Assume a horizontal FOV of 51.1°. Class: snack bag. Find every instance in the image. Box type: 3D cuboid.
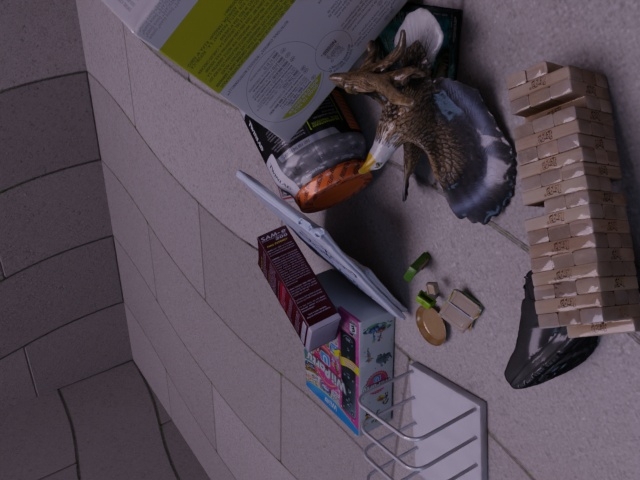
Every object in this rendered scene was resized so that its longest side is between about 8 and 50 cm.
[{"bbox_3d":[0.000,0.000,1.326,0.323,0.037,0.342,38,175,46],"label":"snack bag"}]

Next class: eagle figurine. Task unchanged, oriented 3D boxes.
[{"bbox_3d":[0.149,-0.172,1.032,0.225,0.298,0.226,-27,49,31],"label":"eagle figurine"}]

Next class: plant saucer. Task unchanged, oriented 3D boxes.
[{"bbox_3d":[0.213,0.159,1.272,0.083,0.015,0.083,35,135,45],"label":"plant saucer"}]

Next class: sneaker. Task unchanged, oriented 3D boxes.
[{"bbox_3d":[0.339,0.103,0.962,0.130,0.109,0.286,57,139,35],"label":"sneaker"}]

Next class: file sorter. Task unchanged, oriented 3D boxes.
[{"bbox_3d":[0.193,0.422,1.302,0.193,0.173,0.277,25,128,53],"label":"file sorter"}]

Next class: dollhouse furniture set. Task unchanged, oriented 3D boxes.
[{"bbox_3d":[0.225,0.092,1.206,0.152,0.059,0.076,37,132,16],"label":"dollhouse furniture set"}]

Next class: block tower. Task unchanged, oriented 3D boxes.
[{"bbox_3d":[0.309,-0.050,0.819,0.091,0.097,0.335,-17,77,51],"label":"block tower"}]

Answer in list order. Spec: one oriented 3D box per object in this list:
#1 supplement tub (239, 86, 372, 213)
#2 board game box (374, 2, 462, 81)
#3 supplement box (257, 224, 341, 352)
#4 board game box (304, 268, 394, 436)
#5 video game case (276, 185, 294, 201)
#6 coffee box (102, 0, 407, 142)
[{"bbox_3d":[-0.037,-0.224,1.287,0.315,0.194,0.193,64,150,13],"label":"supplement tub"},{"bbox_3d":[0.151,-0.318,1.087,0.186,0.026,0.126,32,132,48],"label":"board game box"},{"bbox_3d":[-0.050,0.102,1.409,0.239,0.073,0.130,58,162,21],"label":"supplement box"},{"bbox_3d":[0.058,0.248,1.505,0.224,0.098,0.303,33,134,49],"label":"board game box"},{"bbox_3d":[-0.073,-0.231,1.512,0.204,0.025,0.285,-3,105,60],"label":"video game case"},{"bbox_3d":[-0.120,-0.420,1.029,0.338,0.334,0.337,-49,51,10],"label":"coffee box"}]
